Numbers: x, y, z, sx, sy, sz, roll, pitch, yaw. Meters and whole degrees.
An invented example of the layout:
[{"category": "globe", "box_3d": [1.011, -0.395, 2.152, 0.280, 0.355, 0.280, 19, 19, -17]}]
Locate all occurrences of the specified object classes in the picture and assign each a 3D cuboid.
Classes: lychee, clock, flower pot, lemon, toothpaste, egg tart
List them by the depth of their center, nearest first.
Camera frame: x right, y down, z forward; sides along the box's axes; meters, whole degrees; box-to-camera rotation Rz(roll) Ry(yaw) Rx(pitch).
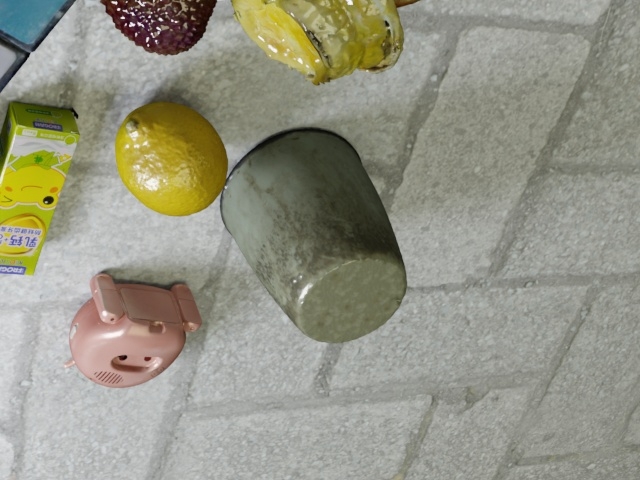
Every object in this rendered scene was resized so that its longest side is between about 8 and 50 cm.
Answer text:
[{"category": "lychee", "box_3d": [-0.250, -0.382, 1.821, 0.188, 0.188, 0.188, -14, 135, -15]}, {"category": "egg tart", "box_3d": [-0.031, -0.359, 1.846, 0.132, 0.345, 0.345, -51, 139, -15]}, {"category": "toothpaste", "box_3d": [-0.509, -0.084, 2.040, 0.110, 0.077, 0.328, 5, 127, -31]}, {"category": "lemon", "box_3d": [-0.254, -0.139, 2.041, 0.186, 0.187, 0.244, -35, 132, 6]}, {"category": "flower pot", "box_3d": [0.000, 0.000, 2.197, 0.293, 0.330, 0.294, -14, 133, -16]}, {"category": "clock", "box_3d": [-0.376, 0.201, 2.333, 0.227, 0.142, 0.241, 10, 128, -34]}]

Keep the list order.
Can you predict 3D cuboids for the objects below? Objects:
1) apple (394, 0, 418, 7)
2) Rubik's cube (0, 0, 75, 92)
[{"category": "apple", "box_3d": [0.101, -0.492, 1.866, 0.246, 0.226, 0.246, -22, 143, -18]}, {"category": "Rubik's cube", "box_3d": [-0.529, -0.391, 1.573, 0.318, 0.313, 0.316, -45, 135, 15]}]
